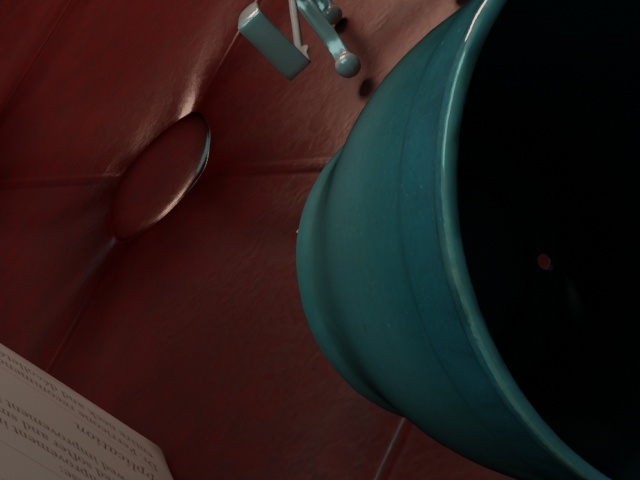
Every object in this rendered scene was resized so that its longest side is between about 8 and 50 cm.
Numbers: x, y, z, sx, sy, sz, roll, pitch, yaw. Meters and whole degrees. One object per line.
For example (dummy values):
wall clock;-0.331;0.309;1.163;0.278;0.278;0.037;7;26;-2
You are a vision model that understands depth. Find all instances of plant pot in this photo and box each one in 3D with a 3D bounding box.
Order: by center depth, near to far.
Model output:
plant pot;0.118;-0.002;0.710;0.271;0.271;0.255;-62;18;-18

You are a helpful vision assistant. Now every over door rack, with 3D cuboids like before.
over door rack;0.069;-0.233;1.107;0.239;0.108;0.324;-42;9;15

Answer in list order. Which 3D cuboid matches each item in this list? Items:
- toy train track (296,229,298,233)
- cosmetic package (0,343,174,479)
toy train track;0.000;0.000;1.081;0.048;0.014;0.083;-53;30;-3
cosmetic package;-0.266;0.266;0.841;0.327;0.329;0.393;-48;30;4
